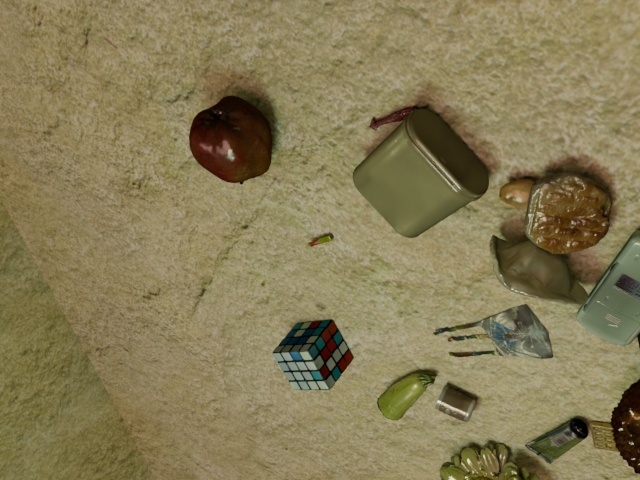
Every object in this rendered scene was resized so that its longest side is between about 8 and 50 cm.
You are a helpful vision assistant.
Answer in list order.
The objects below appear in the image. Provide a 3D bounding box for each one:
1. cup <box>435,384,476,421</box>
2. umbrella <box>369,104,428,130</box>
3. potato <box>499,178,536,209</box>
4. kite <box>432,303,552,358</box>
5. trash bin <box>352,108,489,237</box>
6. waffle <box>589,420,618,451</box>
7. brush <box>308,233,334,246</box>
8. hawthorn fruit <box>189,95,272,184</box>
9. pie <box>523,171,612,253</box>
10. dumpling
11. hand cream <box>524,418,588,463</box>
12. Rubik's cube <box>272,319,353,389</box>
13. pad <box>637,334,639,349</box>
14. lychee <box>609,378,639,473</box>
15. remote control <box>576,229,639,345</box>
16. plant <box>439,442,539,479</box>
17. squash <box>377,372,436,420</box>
[{"bbox_3d":[0.383,0.475,2.062,0.099,0.074,0.102,23,133,18],"label":"cup"},{"bbox_3d":[0.176,-0.283,1.658,0.165,0.025,0.027,-13,136,43],"label":"umbrella"},{"bbox_3d":[0.436,-0.101,1.589,0.083,0.062,0.068,-2,98,-2],"label":"potato"},{"bbox_3d":[0.451,0.263,1.895,0.310,0.015,0.169,-21,110,42],"label":"kite"},{"bbox_3d":[0.224,-0.144,1.669,0.243,0.121,0.247,45,140,-3],"label":"trash bin"},{"bbox_3d":[0.765,0.507,1.859,0.135,0.021,0.092,2,122,35],"label":"waffle"},{"bbox_3d":[0.000,0.000,2.002,0.083,0.021,0.018,-19,111,37],"label":"brush"},{"bbox_3d":[-0.221,-0.237,1.859,0.208,0.208,0.248,16,150,25],"label":"hawthorn fruit"},{"bbox_3d":[0.527,-0.056,1.540,0.195,0.046,0.195,7,124,10],"label":"pie"},{"bbox_3d":[0.477,0.082,1.615,0.252,0.179,0.131,35,116,6],"label":"dumpling"},{"bbox_3d":[0.643,0.539,1.956,0.086,0.055,0.235,37,144,9],"label":"hand cream"},{"bbox_3d":[-0.022,0.349,2.197,0.154,0.151,0.155,-11,116,41],"label":"Rubik's cube"},{"bbox_3d":[0.859,0.168,1.541,0.368,0.007,0.247,-2,122,37],"label":"pad"},{"bbox_3d":[0.803,0.429,1.616,0.268,0.267,0.267,19,132,23],"label":"lychee"},{"bbox_3d":[0.678,0.113,1.580,0.140,0.056,0.296,30,137,15],"label":"remote control"},{"bbox_3d":[0.468,0.763,2.095,0.306,0.261,0.296,20,133,37],"label":"plant"},{"bbox_3d":[0.264,0.442,2.122,0.094,0.094,0.224,42,131,1],"label":"squash"}]
